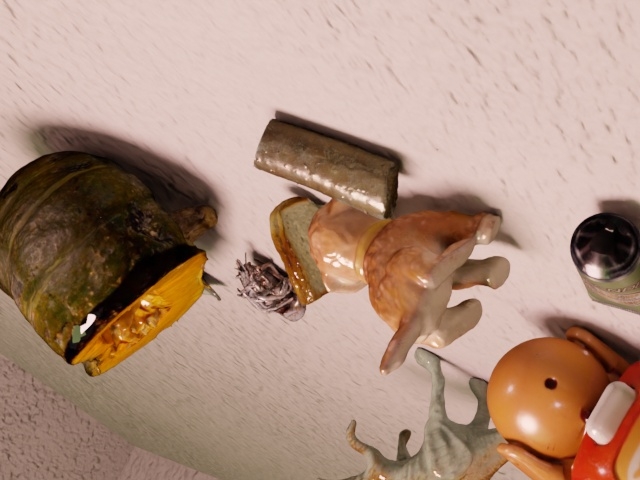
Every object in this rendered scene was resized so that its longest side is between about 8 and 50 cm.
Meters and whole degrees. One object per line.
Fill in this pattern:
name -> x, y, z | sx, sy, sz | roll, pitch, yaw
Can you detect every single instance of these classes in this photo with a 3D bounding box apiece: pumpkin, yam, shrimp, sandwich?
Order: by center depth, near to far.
yam -> 0.006, -0.064, 1.173 | 0.132, 0.054, 0.054 | 21, 162, 15
sandwich -> 0.000, 0.000, 1.340 | 0.105, 0.093, 0.035 | 61, 157, -5
pumpkin -> -0.244, 0.000, 1.510 | 0.232, 0.242, 0.325 | 54, 169, 6
shrimp -> -0.065, 0.056, 1.615 | 0.065, 0.056, 0.165 | 34, 178, 26

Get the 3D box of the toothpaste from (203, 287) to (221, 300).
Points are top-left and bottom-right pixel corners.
toothpaste -> -0.245, 0.011, 1.745 | 0.268, 0.047, 0.069 | 32, 143, -30

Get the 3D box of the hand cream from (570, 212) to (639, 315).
hand cream -> 0.251, 0.035, 1.132 | 0.086, 0.055, 0.235 | 20, 170, 24

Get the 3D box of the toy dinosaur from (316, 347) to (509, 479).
toy dinosaur -> 0.177, 0.236, 1.634 | 0.393, 0.205, 0.092 | -2, 148, 17

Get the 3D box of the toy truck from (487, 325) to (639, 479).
toy truck -> 0.294, 0.190, 1.304 | 0.239, 0.189, 0.265 | 37, 165, -18

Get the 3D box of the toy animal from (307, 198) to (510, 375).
toy animal -> 0.044, 0.030, 1.202 | 0.185, 0.184, 0.104 | 23, 139, 32
